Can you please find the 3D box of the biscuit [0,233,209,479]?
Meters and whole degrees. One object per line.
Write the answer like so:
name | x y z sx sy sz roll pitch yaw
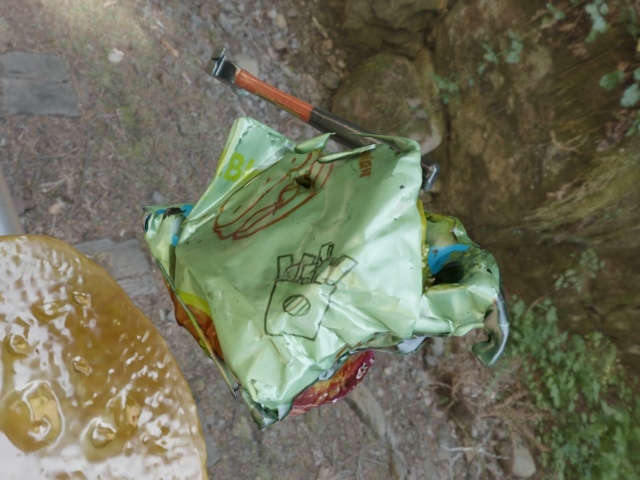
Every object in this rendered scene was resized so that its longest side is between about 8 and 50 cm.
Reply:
biscuit | -0.267 0.187 0.491 0.365 0.062 0.385 -15 80 -47

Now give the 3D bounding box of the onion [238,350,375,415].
onion | -0.013 0.093 0.700 0.229 0.163 0.230 12 71 -36

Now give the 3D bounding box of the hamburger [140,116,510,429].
hamburger | 0.003 -0.007 0.467 0.261 0.275 0.151 -123 -156 -54

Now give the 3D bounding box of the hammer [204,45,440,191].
hammer | -0.005 -0.127 0.607 0.287 0.033 0.111 31 6 20
